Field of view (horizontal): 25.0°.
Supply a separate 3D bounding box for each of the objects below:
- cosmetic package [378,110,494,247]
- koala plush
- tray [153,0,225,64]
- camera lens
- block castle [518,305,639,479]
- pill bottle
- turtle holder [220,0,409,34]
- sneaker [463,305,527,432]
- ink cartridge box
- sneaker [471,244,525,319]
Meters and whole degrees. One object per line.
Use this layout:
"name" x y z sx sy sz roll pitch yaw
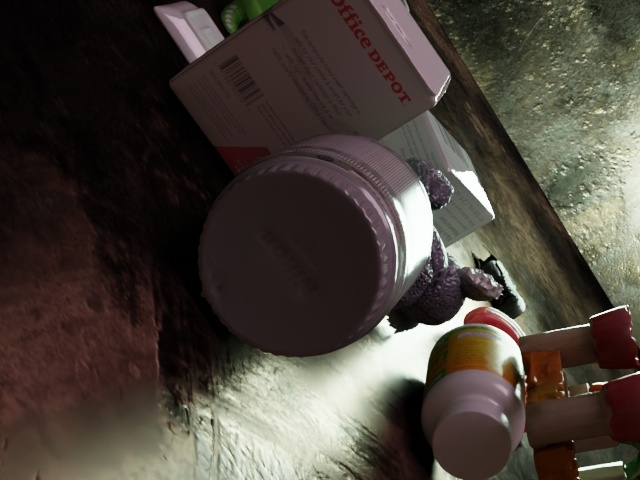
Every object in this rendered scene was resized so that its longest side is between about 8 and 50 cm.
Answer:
"cosmetic package" 0.129 -0.073 2.144 0.151 0.183 0.151 40 23 -45
"koala plush" 0.123 0.044 1.953 0.221 0.196 0.203 42 34 -42
"tray" -0.122 -0.215 1.967 0.270 0.030 0.145 56 16 -4
"camera lens" 0.000 0.000 1.595 0.219 0.219 0.274 57 17 -1
"block castle" 0.406 0.341 1.903 0.303 0.212 0.453 -73 150 -70
"pill bottle" 0.204 0.217 1.920 0.136 0.136 0.246 54 17 -12
"turtle holder" -0.008 -0.368 2.213 0.243 0.227 0.320 25 37 -60
"sneaker" 0.305 0.213 2.304 0.221 0.087 0.128 51 17 -18
"ink cartridge box" -0.010 -0.199 1.795 0.207 0.283 0.117 54 26 -11
"sneaker" 0.326 0.077 2.667 0.089 0.051 0.170 51 13 -20
